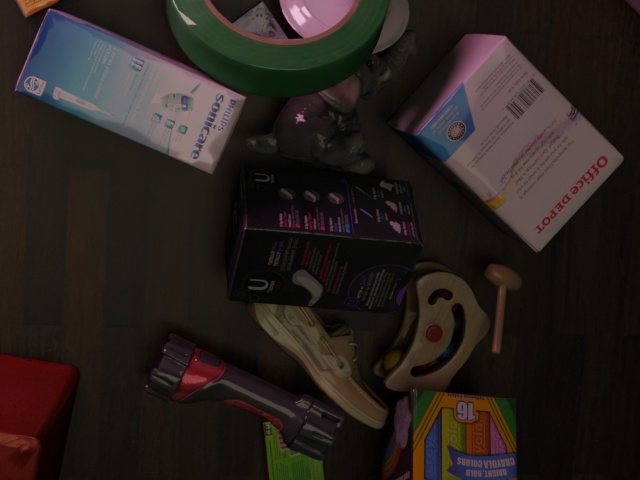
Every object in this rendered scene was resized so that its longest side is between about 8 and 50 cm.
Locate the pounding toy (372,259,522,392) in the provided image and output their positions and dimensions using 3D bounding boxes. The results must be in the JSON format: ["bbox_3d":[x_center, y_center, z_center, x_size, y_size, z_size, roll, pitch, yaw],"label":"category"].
[{"bbox_3d":[0.193,0.131,1.950,0.154,0.155,0.269,34,93,-19],"label":"pounding toy"}]

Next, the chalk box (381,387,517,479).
[{"bbox_3d":[0.201,0.400,1.933,0.179,0.180,0.289,7,69,-12],"label":"chalk box"}]

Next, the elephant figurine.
[{"bbox_3d":[0.023,-0.229,1.867,0.169,0.186,0.239,11,88,31],"label":"elephant figurine"}]

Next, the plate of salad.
[{"bbox_3d":[0.035,-0.352,1.844,0.199,0.048,0.200,6,60,-10],"label":"plate of salad"}]

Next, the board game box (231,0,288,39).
[{"bbox_3d":[-0.100,-0.304,1.879,0.090,0.020,0.090,-36,105,-2],"label":"board game box"}]

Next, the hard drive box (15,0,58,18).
[{"bbox_3d":[-0.401,-0.462,1.755,0.181,0.089,0.232,-29,105,-4],"label":"hard drive box"}]

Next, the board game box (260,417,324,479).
[{"bbox_3d":[-0.043,0.371,2.012,0.092,0.043,0.181,-7,102,-9],"label":"board game box"}]

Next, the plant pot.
[{"bbox_3d":[-0.514,0.326,1.815,0.267,0.236,0.267,11,99,-12],"label":"plant pot"}]

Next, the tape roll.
[{"bbox_3d":[-0.062,-0.359,1.757,0.321,0.077,0.321,3,65,-7],"label":"tape roll"}]

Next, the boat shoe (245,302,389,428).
[{"bbox_3d":[0.015,0.177,1.955,0.098,0.109,0.302,-44,100,1],"label":"boat shoe"}]

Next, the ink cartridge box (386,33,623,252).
[{"bbox_3d":[0.280,-0.154,1.889,0.270,0.197,0.198,43,91,-15],"label":"ink cartridge box"}]

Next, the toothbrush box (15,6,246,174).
[{"bbox_3d":[-0.273,-0.219,1.762,0.295,0.216,0.126,24,96,-13],"label":"toothbrush box"}]

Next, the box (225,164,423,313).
[{"bbox_3d":[0.000,0.000,1.865,0.270,0.143,0.165,5,134,-13],"label":"box"}]

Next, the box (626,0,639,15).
[{"bbox_3d":[0.594,-0.519,1.891,0.215,0.168,0.345,41,92,-15],"label":"box"}]

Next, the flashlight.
[{"bbox_3d":[-0.122,0.254,1.924,0.304,0.103,0.103,27,74,-7],"label":"flashlight"}]
